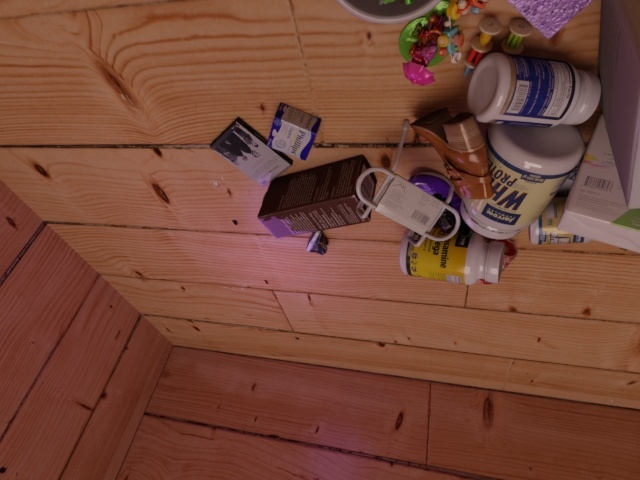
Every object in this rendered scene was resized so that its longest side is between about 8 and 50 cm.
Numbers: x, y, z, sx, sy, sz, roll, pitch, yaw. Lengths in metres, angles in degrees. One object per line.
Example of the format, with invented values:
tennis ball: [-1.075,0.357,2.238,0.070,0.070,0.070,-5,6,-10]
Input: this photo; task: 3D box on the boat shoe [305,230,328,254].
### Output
boat shoe: [0.000,0.000,1.788,0.083,0.065,0.183,17,152,-6]

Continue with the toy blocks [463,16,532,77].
toy blocks: [0.411,-0.447,1.029,0.123,0.054,0.148,4,156,0]

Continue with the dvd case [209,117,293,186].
dvd case: [-0.238,-0.295,1.491,0.238,0.030,0.179,35,140,-28]

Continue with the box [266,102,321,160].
box: [-0.084,-0.335,1.345,0.137,0.072,0.126,19,145,-8]

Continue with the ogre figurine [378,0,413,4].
ogre figurine: [0.163,-0.517,0.813,0.196,0.097,0.118,-9,128,13]

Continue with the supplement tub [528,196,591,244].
supplement tub: [0.744,-0.062,1.319,0.199,0.145,0.144,-2,141,24]

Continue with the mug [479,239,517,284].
mug: [0.629,0.069,1.613,0.150,0.113,0.169,15,142,-4]

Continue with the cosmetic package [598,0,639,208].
cosmetic package: [0.727,-0.322,0.792,0.329,0.394,0.327,-5,141,26]

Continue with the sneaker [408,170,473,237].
sneaker: [0.406,-0.107,1.416,0.293,0.146,0.102,29,142,-20]

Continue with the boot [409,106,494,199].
boot: [0.351,-0.231,1.150,0.220,0.109,0.283,62,170,-24]

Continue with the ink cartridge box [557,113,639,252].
ink cartridge box: [0.740,-0.169,1.039,0.207,0.354,0.119,21,167,26]

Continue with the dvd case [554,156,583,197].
dvd case: [0.752,-0.152,1.339,0.180,0.022,0.253,21,145,-7]

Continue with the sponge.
sponge: [0.462,-0.534,0.910,0.210,0.031,0.117,29,142,-19]

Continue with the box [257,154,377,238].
box: [-0.011,-0.141,1.482,0.380,0.191,0.143,-8,139,29]

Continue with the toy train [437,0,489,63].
toy train: [0.317,-0.473,0.936,0.125,0.046,0.167,-2,117,-42]

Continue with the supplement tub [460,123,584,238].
supplement tub: [0.533,-0.177,1.197,0.235,0.236,0.325,11,144,5]

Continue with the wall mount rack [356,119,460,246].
wall mount rack: [0.272,-0.160,1.273,0.349,0.130,0.304,27,104,-18]

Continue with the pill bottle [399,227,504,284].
pill bottle: [0.465,0.054,1.537,0.333,0.188,0.188,8,146,27]

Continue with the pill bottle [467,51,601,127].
pill bottle: [0.498,-0.345,1.014,0.264,0.153,0.153,2,147,-12]

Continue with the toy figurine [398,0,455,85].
toy figurine: [0.250,-0.439,1.006,0.130,0.159,0.173,22,144,-9]

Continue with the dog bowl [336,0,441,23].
dog bowl: [0.142,-0.607,0.866,0.348,0.102,0.349,9,144,7]
